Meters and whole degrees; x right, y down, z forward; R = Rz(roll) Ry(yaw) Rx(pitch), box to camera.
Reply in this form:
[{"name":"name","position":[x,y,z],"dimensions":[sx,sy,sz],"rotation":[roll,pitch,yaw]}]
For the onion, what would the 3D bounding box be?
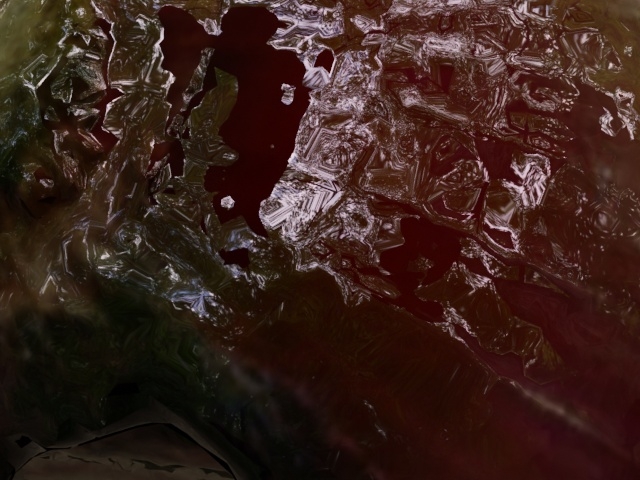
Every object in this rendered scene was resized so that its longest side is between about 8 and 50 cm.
[{"name":"onion","position":[-0.007,-0.002,0.514],"dimensions":[0.341,0.341,0.341],"rotation":[-2,65,4]}]
